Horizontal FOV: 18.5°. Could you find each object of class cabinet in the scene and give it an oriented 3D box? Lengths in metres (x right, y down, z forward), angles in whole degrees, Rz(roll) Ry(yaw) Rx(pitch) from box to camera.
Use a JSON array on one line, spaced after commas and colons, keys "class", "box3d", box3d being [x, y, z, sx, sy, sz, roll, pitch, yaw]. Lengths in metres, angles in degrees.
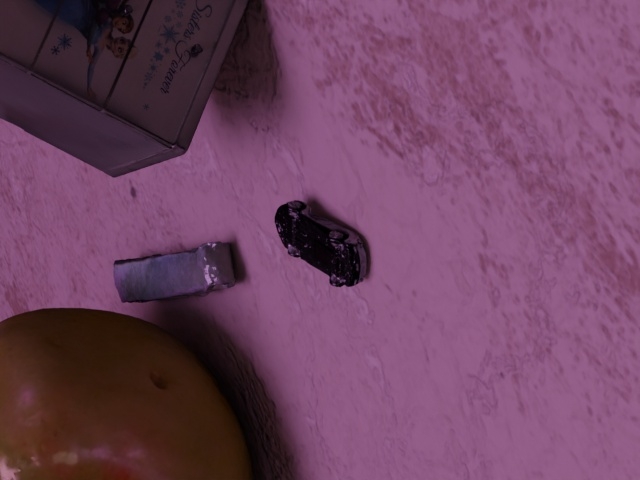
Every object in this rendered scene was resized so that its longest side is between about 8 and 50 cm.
[{"class": "cabinet", "box3d": [-0.184, -0.163, 1.416, 0.150, 0.206, 0.145, -10, 55, 62]}]

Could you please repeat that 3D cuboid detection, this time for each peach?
[{"class": "peach", "box3d": [-0.209, 0.206, 1.659, 0.315, 0.281, 0.314, -135, 32, -55]}]

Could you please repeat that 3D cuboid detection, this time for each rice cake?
[{"class": "rice cake", "box3d": [-0.123, 0.029, 1.654, 0.211, 0.034, 0.043, -9, 90, 63]}]

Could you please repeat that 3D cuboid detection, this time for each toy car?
[{"class": "toy car", "box3d": [0.000, 0.000, 1.423, 0.093, 0.025, 0.041, 36, 135, 43]}]
